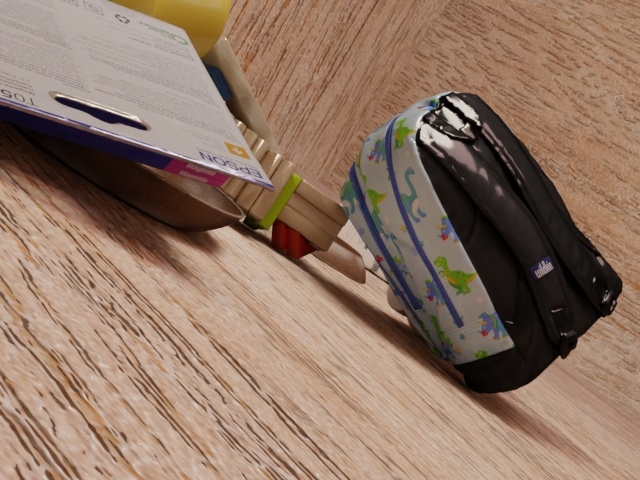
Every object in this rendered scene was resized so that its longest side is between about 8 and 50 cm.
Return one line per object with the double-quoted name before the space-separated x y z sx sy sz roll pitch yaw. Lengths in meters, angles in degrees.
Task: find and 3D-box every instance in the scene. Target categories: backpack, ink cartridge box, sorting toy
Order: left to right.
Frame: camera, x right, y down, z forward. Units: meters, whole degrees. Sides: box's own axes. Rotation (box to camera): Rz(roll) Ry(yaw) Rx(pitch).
"ink cartridge box" -0.236 -0.150 1.077 0.324 0.071 0.330 17 27 -32
"sorting toy" -0.167 -0.187 1.788 0.255 0.089 0.257 33 -28 62
"ink cartridge box" 0.114 0.013 2.255 0.218 0.092 0.158 36 5 1
"backpack" 0.194 -0.017 1.554 0.273 0.290 0.355 -10 -69 47

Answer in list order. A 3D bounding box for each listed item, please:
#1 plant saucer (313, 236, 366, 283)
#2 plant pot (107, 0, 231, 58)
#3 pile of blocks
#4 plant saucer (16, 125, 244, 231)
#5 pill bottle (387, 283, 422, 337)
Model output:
"plant saucer" 0.000 0.000 1.923 0.199 0.036 0.198 33 4 -3
"plant pot" -0.246 -0.310 1.449 0.239 0.254 0.254 1 29 -49
"pile of blocks" -0.116 -0.078 1.540 0.362 0.112 0.149 41 -12 -38
"plant saucer" -0.221 -0.095 1.254 0.311 0.050 0.310 34 5 -4
"pill bottle" 0.204 0.107 1.723 0.216 0.121 0.121 31 6 -30
